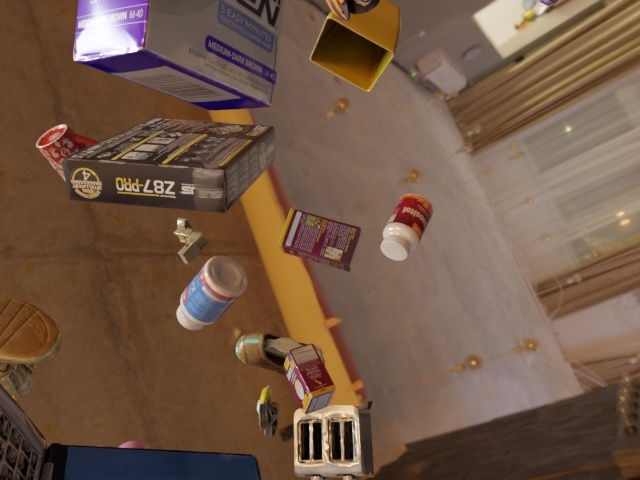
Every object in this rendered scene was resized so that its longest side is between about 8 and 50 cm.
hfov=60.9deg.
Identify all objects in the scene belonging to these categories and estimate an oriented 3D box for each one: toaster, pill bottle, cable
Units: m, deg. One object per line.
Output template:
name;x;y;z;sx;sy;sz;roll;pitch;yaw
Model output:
toaster;0.034;0.462;1.266;0.110;0.168;0.185;45;-139;-62
pill bottle;0.196;-0.030;1.249;0.086;0.086;0.152;48;-127;-24
cable;-0.162;0.500;1.530;0.287;0.072;0.139;57;-143;-83
pill bottle;-0.300;0.150;1.460;0.124;0.221;0.124;26;-141;-23

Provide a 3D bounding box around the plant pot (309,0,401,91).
plant pot;0.120;-0.609;1.607;0.212;0.212;0.187;26;-111;-7

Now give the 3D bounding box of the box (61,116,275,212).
box;-0.294;-0.178;1.171;0.395;0.318;0.097;-70;-18;-65

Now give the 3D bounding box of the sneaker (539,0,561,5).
sneaker;0.280;-0.391;0.707;0.068;0.071;0.169;23;133;65

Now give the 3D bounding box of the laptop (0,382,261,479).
laptop;-0.188;0.266;0.472;0.382;0.236;0.407;-117;12;-55

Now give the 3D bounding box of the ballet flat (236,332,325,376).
ballet flat;-0.074;0.321;1.525;0.342;0.124;0.116;29;-130;-39

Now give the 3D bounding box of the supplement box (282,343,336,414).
supplement box;-0.018;0.206;0.813;0.043;0.055;0.083;-11;-130;-26

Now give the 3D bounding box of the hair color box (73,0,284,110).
hair color box;-0.121;-0.322;0.548;0.185;0.110;0.338;5;-91;-58

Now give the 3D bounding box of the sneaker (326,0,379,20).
sneaker;0.054;-0.445;0.836;0.180;0.125;0.321;57;-176;-23

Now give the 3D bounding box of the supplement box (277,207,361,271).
supplement box;0.000;0.000;1.379;0.081;0.188;0.104;76;-148;-74

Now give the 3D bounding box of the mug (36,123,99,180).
mug;-0.623;-0.217;1.410;0.113;0.150;0.169;39;165;47

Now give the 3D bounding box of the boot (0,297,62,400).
boot;-0.509;0.191;0.892;0.095;0.262;0.203;-71;-19;-44

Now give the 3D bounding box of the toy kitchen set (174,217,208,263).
toy kitchen set;-0.321;-0.002;1.252;0.075;0.083;0.068;-53;-42;-33

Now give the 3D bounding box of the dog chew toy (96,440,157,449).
dog chew toy;-0.555;0.603;1.337;0.206;0.332;0.206;156;90;-81
